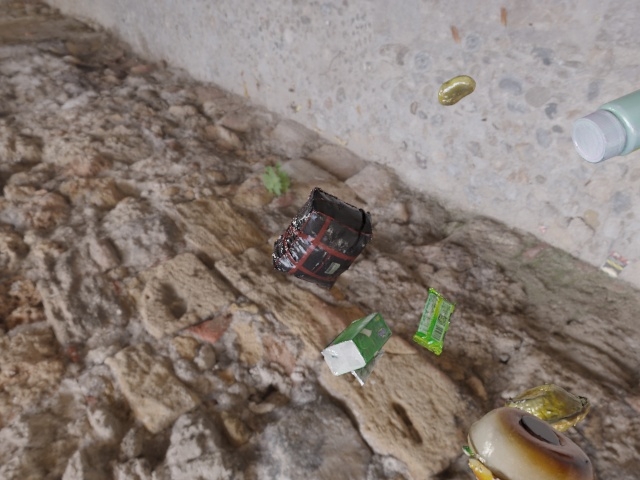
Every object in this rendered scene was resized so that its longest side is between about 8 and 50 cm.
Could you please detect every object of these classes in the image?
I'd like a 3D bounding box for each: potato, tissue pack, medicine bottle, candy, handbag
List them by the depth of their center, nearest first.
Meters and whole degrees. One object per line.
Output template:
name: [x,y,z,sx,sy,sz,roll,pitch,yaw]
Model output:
handbag: [0.000,0.000,1.039,0.215,0.169,0.155,-53,23,33]
medicine bottle: [0.765,-0.290,1.124,0.139,0.225,0.139,157,90,-89]
candy: [0.346,0.243,1.374,0.102,0.178,0.032,28,155,-7]
tissue pack: [0.136,0.366,1.520,0.148,0.209,0.156,-28,92,36]
potato: [0.481,-0.534,1.608,0.138,0.092,0.070,-27,46,34]

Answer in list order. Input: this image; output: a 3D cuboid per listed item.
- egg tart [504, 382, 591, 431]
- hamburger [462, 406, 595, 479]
egg tart: [0.818,0.626,1.691,0.132,0.345,0.345,68,155,15]
hamburger: [0.379,0.408,0.825,0.237,0.237,0.147,31,103,49]
